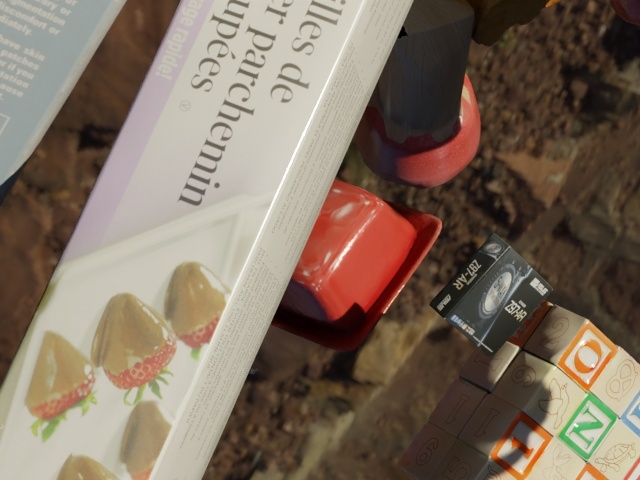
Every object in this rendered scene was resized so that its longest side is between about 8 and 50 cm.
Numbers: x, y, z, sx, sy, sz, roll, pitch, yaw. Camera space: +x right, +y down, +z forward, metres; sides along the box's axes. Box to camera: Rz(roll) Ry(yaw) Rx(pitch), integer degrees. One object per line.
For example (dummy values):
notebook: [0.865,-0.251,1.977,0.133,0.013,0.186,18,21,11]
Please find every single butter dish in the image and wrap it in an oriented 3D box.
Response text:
butter dish: [0.000,0.000,1.335,0.160,0.160,0.118,18,155,47]

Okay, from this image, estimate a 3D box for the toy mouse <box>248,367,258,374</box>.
toy mouse: [-0.144,0.095,0.913,0.143,0.161,0.031,-12,93,35]

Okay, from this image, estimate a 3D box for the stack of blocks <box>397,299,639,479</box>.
stack of blocks: [0.147,0.212,1.149,0.171,0.297,0.087,39,173,-32]

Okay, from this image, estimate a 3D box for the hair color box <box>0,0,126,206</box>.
hair color box: [-0.098,-0.169,0.520,0.113,0.185,0.374,25,130,-19]

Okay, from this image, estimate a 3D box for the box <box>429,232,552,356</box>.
box: [0.119,0.039,1.011,0.018,0.067,0.083,44,-177,38]

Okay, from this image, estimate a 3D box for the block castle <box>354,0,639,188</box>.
block castle: [0.054,-0.288,1.016,0.453,0.303,0.213,54,167,20]

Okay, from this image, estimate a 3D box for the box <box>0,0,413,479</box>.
box: [-0.047,0.007,0.508,0.063,0.324,0.067,22,171,12]
